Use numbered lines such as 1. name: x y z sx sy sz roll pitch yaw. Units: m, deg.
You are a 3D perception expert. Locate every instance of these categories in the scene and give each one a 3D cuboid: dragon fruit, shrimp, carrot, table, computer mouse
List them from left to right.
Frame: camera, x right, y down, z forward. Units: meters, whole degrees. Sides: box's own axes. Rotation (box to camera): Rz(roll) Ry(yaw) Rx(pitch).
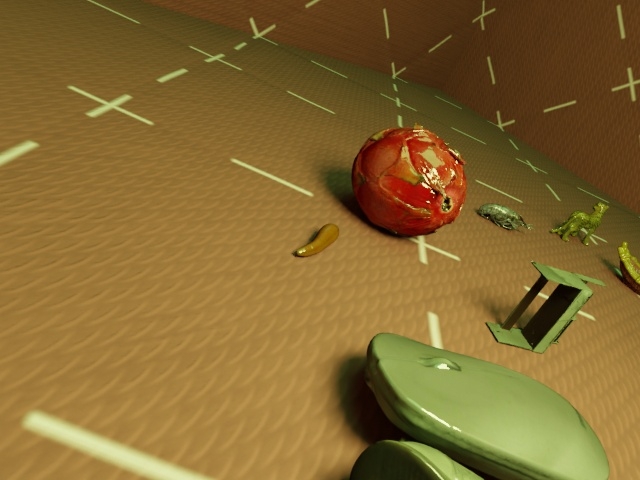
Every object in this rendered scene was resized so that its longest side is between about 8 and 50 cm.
1. carrot: 0.000 0.000 0.880 0.035 0.035 0.142 33 32 12
2. dragon fruit: 0.182 -0.124 1.052 0.241 0.241 0.252 -3 54 -44
3. computer mouse: 0.207 0.199 0.614 0.331 0.095 0.197 25 15 -17
4. shrimp: 0.526 -0.061 1.414 0.165 0.065 0.056 29 59 -5
5. table: 0.409 0.125 0.891 0.176 0.146 0.062 15 29 -20

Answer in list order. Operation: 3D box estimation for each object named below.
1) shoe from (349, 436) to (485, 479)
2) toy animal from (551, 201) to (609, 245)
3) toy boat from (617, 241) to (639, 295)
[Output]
1. shoe: 0.154 0.282 0.456 0.275 0.103 0.098 40 11 22
2. toy animal: 0.821 -0.063 1.586 0.182 0.136 0.073 6 34 -33
3. toy boat: 0.966 0.135 1.418 0.318 0.099 0.141 39 33 17
